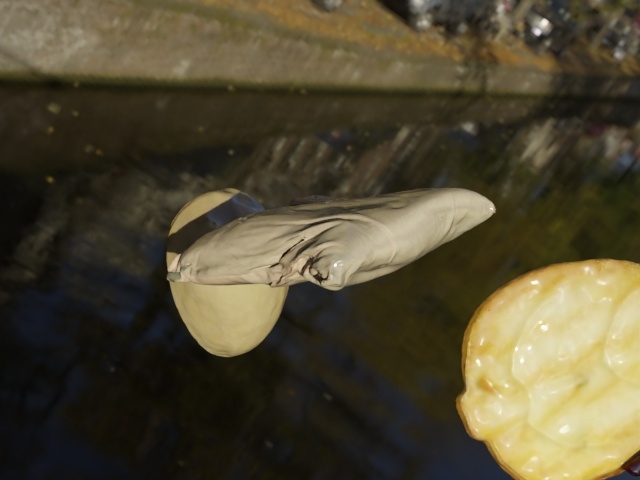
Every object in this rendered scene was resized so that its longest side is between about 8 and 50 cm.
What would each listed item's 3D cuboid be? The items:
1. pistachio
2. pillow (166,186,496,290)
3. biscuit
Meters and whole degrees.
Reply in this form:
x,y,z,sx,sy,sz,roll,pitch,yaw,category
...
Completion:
x,y,z,sx,sy,sz,roll,pitch,yaw,category
-0.101,0.038,1.299,0.135,0.226,0.136,0,42,0,pistachio
0.000,0.000,1.015,0.173,0.067,0.270,-24,14,-34,pillow
0.244,0.113,1.043,0.041,0.260,0.203,150,-82,-82,biscuit
